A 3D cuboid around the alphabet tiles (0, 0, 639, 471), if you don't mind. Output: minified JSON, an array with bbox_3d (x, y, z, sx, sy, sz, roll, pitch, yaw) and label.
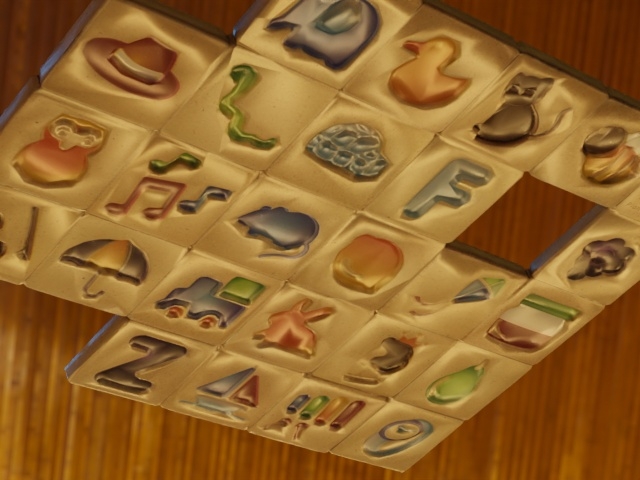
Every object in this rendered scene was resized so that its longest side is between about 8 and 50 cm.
[{"bbox_3d":[0.000,0.000,0.518,0.237,0.198,0.009,20,-140,-34],"label":"alphabet tiles"}]
